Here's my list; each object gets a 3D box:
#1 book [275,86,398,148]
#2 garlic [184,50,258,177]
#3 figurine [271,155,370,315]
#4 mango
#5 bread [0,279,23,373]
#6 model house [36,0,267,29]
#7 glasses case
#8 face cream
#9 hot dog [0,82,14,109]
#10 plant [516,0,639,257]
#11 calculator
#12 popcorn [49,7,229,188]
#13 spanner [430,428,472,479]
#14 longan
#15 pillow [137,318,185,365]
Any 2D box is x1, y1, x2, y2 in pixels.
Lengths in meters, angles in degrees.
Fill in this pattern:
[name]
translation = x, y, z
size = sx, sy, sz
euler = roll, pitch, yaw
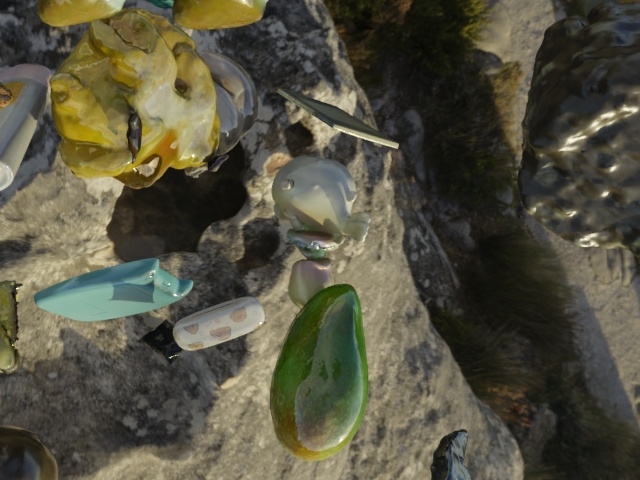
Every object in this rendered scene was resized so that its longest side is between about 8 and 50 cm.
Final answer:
[book]
translation = 0.039, -0.336, 1.371
size = 0.228, 0.322, 0.018
euler = 7, 116, -36
[garlic]
translation = -0.270, -0.298, 1.135
size = 0.210, 0.237, 0.292
euler = -71, 160, -45
[figurine]
translation = 0.000, 0.000, 1.206
size = 0.226, 0.274, 0.395
euler = 0, 98, -46
[mango]
translation = 0.007, 0.275, 1.088
size = 0.201, 0.225, 0.382
euler = 18, 73, -13
[bread]
translation = -0.881, 0.224, 1.278
size = 0.204, 0.162, 0.262
euler = 15, 53, -41
[model house]
translation = -0.095, -0.244, 0.328
size = 0.291, 0.184, 0.253
euler = -41, 102, 14
[glasses case]
translation = -0.178, 0.146, 0.888
size = 0.164, 0.041, 0.063
euler = -18, 118, 2
[face cream]
translation = -0.513, -0.192, 0.824
size = 0.107, 0.269, 0.073
euler = -12, 138, 3
[hot dog]
translation = -0.498, -0.142, 0.612
size = 0.117, 0.348, 0.158
euler = -13, 75, -59
[plant]
translation = 0.336, -0.150, 0.548
size = 0.312, 0.215, 0.213
euler = -60, 150, -47
[calculator]
translation = -0.557, 0.147, 1.345
size = 0.386, 0.256, 0.055
euler = -14, 64, 11
[popcorn]
translation = -0.324, -0.227, 0.859
size = 0.280, 0.316, 0.297
euler = 30, 72, 15
[spanner]
translation = 0.038, 0.198, 0.288
size = 0.315, 0.024, 0.087
euler = -7, 79, -52
[longan]
translation = -0.873, 0.649, 1.350
size = 0.297, 0.297, 0.297
euler = 1, 88, -26
[pillow]
translation = -0.395, 0.259, 1.300
size = 0.090, 0.150, 0.048
euler = -22, 121, -43
